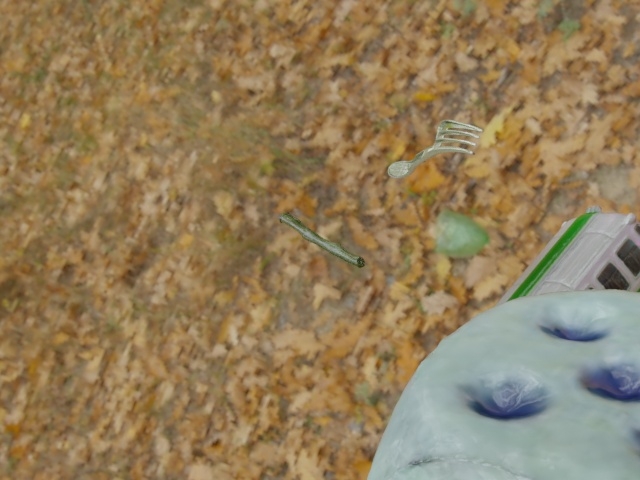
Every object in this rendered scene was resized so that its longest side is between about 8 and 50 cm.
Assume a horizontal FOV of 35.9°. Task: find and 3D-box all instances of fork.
[{"bbox_3d":[0.096,-0.083,0.922,0.219,0.028,0.034,170,118,-77],"label":"fork"}]

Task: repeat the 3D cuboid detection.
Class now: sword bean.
[{"bbox_3d":[0.000,0.000,0.775,0.083,0.012,0.012,31,93,26],"label":"sword bean"}]

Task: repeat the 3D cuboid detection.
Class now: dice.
[{"bbox_3d":[0.201,0.204,0.668,0.264,0.262,0.268,12,117,36],"label":"dice"}]

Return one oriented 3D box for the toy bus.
[{"bbox_3d":[0.306,0.111,1.198,0.305,0.179,0.143,-45,18,-25],"label":"toy bus"}]
